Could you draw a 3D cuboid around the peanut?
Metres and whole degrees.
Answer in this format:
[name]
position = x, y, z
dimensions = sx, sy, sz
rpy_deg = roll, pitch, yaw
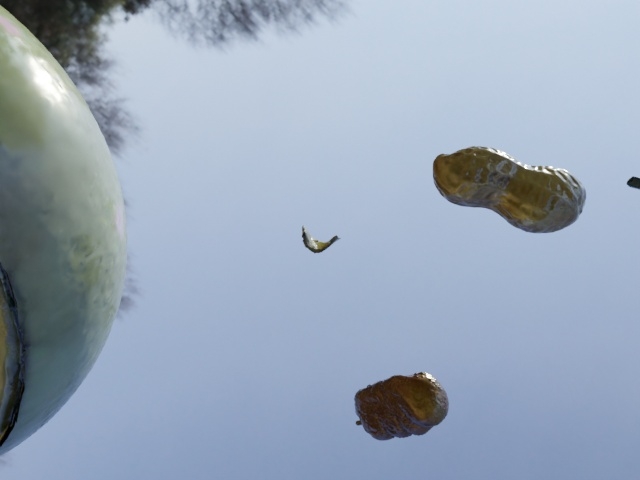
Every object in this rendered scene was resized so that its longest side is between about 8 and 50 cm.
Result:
[peanut]
position = 0.341, -0.090, 1.501
dimensions = 0.136, 0.298, 0.120
rpy_deg = -83, -167, -48

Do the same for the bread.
[bread]
position = 0.143, 0.325, 1.611
dimensions = 0.084, 0.124, 0.344
rpy_deg = -24, 171, -26

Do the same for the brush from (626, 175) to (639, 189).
[brush]
position = 0.542, -0.088, 1.357
dimensions = 0.051, 0.014, 0.164
rpy_deg = -48, -169, 6

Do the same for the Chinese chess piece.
[Chinese chess piece]
position = -0.297, -0.006, 0.514
dimensions = 0.349, 0.349, 0.146
rpy_deg = -33, -165, 27

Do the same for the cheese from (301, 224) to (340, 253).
[cheese]
position = 0.001, 0.001, 1.649
dimensions = 0.060, 0.084, 0.042
rpy_deg = -106, -154, -76
